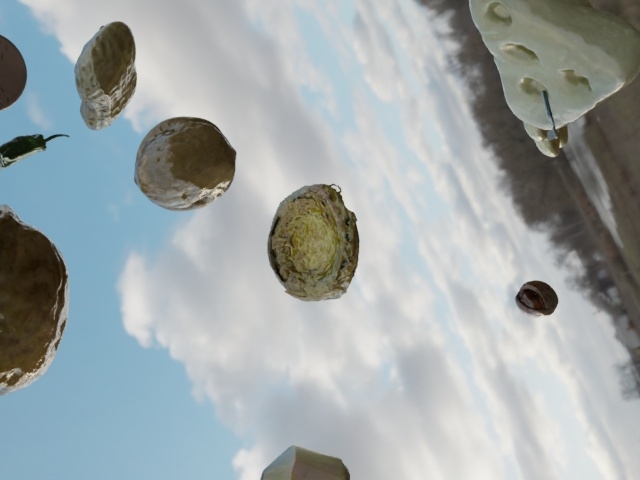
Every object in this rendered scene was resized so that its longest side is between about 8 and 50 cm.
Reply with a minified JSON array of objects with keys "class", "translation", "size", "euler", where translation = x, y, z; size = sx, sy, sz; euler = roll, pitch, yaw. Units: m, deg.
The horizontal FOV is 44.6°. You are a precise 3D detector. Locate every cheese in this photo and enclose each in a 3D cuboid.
[{"class":"cheese","translation":[0.415,-0.364,1.523],"size":[0.351,0.130,0.328],"euler":[35,161,6]}]

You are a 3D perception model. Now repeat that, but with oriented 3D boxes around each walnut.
[{"class":"walnut","translation":[-0.213,-0.120,1.227],"size":[0.166,0.166,0.149],"euler":[-56,-48,-70]},{"class":"walnut","translation":[-0.604,0.102,1.390],"size":[0.306,0.306,0.344],"euler":[27,-110,-62]}]

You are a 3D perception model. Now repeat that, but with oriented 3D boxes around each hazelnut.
[{"class":"hazelnut","translation":[0.422,0.117,1.522],"size":[0.086,0.086,0.086],"euler":[54,-159,-31]}]

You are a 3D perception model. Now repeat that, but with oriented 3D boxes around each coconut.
[{"class":"coconut","translation":[-0.033,0.442,1.381],"size":[0.147,0.152,0.147],"euler":[-166,90,-87]}]

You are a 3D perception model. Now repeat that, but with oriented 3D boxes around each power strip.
[{"class":"power strip","translation":[-0.631,-0.318,1.455],"size":[0.078,0.154,0.154],"euler":[23,157,50]}]

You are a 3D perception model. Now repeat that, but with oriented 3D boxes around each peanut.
[{"class":"peanut","translation":[-0.430,-0.321,1.565],"size":[0.233,0.110,0.197],"euler":[104,177,-57]}]

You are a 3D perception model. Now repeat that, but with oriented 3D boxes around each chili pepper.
[{"class":"chili pepper","translation":[-0.814,-0.245,2.108],"size":[0.279,0.122,0.065],"euler":[-48,-57,-57]}]

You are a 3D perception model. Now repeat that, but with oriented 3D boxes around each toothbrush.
[{"class":"toothbrush","translation":[0.364,-0.202,1.252],"size":[0.011,0.014,0.167],"euler":[50,-152,-24]}]

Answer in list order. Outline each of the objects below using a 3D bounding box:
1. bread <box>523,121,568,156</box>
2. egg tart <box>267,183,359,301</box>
[{"class":"bread","translation":[0.519,-0.349,1.832],"size":[0.316,0.054,0.316],"euler":[16,-109,-56]},{"class":"egg tart","translation":[0.000,0.000,1.745],"size":[0.107,0.290,0.291],"euler":[2,-117,-45]}]
